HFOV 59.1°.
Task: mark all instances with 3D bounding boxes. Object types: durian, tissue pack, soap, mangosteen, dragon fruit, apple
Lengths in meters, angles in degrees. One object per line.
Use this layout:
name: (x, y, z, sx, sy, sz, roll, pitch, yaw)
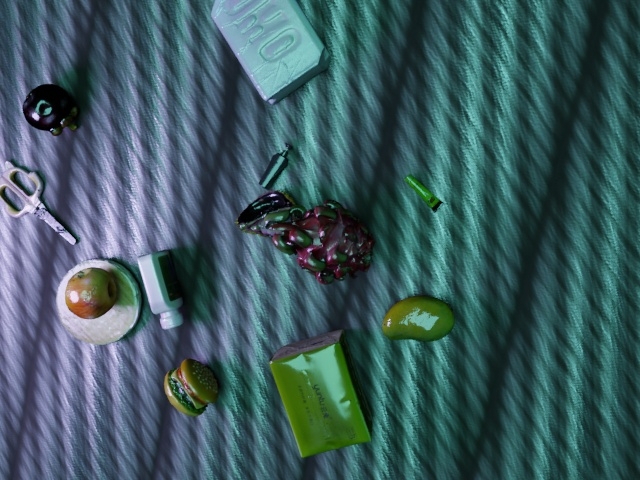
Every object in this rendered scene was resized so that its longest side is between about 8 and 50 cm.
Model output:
durian: (-0.132, -0.062, 1.551, 0.187, 0.119, 0.108, -22, 129, 13)
tissue pack: (0.007, 0.408, 1.524, 0.201, 0.167, 0.274, -18, 93, 10)
soap: (-0.143, -0.560, 1.481, 0.208, 0.115, 0.346, -32, 90, 10)
mangosteen: (-0.757, -0.364, 1.598, 0.137, 0.137, 0.151, -39, 123, 10)
dragon fruit: (0.009, 0.002, 1.443, 0.198, 0.273, 0.218, 11, 93, 43)
apple: (-0.643, 0.149, 1.571, 0.147, 0.146, 0.146, 1, 96, 9)

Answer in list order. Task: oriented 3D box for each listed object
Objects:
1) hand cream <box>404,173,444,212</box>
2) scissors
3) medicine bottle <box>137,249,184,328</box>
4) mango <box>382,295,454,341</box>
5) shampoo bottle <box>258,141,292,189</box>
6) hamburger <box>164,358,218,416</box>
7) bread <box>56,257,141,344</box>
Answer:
hand cream: (0.274, -0.128, 1.506, 0.122, 0.023, 0.036, 44, 96, -1)
scissors: (-0.842, -0.098, 1.677, 0.317, 0.024, 0.160, 42, 100, 3)
medicine bottle: (-0.444, 0.138, 1.593, 0.078, 0.115, 0.219, -15, 93, 8)
mango: (0.261, 0.209, 1.508, 0.191, 0.085, 0.122, -1, 98, 8)
shampoo bottle: (-0.122, -0.204, 1.555, 0.048, 0.027, 0.137, 34, 99, 2)
hamburger: (-0.362, 0.413, 1.592, 0.115, 0.162, 0.162, -38, 89, 5)
bread: (-0.650, 0.180, 1.667, 0.267, 0.040, 0.266, 1, 96, 8)
